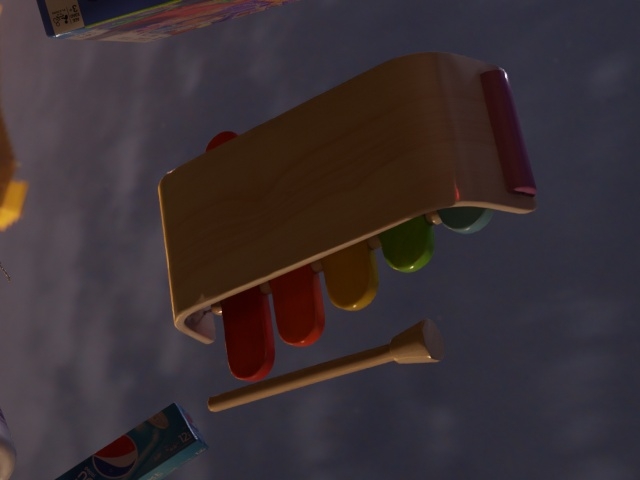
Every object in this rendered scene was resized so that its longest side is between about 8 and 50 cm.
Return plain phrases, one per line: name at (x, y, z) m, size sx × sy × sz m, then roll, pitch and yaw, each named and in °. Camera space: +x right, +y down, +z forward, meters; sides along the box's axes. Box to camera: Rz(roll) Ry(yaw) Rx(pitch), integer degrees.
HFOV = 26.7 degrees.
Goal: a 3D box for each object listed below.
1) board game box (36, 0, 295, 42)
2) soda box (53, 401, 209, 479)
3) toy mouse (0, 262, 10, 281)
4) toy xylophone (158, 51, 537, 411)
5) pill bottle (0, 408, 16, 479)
board game box at (-0.093, -0.243, 1.181) m, size 0.347 × 0.233 × 0.078 m, roll -55°, pitch 130°, yaw -80°
soda box at (-0.263, 0.310, 1.850) m, size 0.210 × 0.071 × 0.067 m, roll -33°, pitch -109°, yaw -2°
toy mouse at (-0.483, -0.008, 1.834) m, size 0.031 × 0.161 × 0.143 m, roll -39°, pitch -160°, yaw -19°
toy xylophone at (0.000, 0.000, 0.967) m, size 0.322 × 0.081 × 0.236 m, roll -15°, pitch -111°, yaw 34°
pill bottle at (-0.459, 0.149, 1.479) m, size 0.169 × 0.169 × 0.301 m, roll -53°, pitch -128°, yaw 31°
